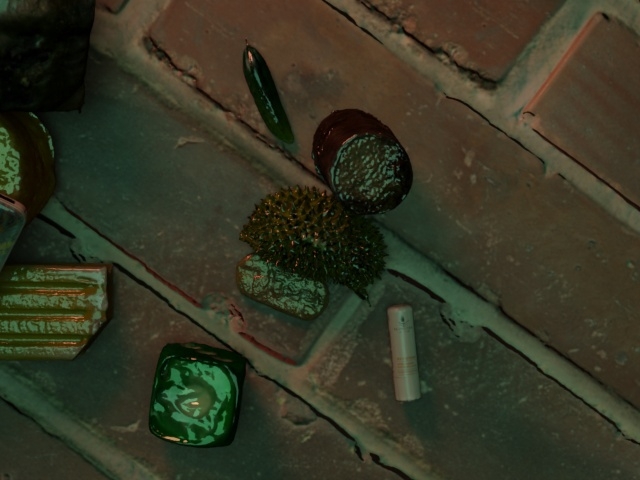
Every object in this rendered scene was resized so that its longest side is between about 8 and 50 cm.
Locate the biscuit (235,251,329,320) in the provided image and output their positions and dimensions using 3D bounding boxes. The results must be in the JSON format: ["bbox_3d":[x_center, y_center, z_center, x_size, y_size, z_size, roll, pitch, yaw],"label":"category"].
[{"bbox_3d":[-0.057,0.068,1.814,0.147,0.018,0.071,23,94,-1],"label":"biscuit"}]

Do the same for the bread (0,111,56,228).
[{"bbox_3d":[-0.513,-0.101,1.737,0.268,0.146,0.268,0,95,-3],"label":"bread"}]

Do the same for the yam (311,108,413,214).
[{"bbox_3d":[0.057,-0.110,1.685,0.131,0.279,0.131,-1,102,-5],"label":"yam"}]

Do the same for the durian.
[{"bbox_3d":[0.003,-0.002,1.775,0.221,0.095,0.137,25,94,-8],"label":"durian"}]

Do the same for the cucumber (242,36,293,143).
[{"bbox_3d":[-0.082,-0.217,1.788,0.039,0.039,0.168,-22,95,1],"label":"cucumber"}]

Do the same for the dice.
[{"bbox_3d":[-0.177,0.222,1.772,0.128,0.120,0.131,9,96,-2],"label":"dice"}]

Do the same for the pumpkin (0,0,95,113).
[{"bbox_3d":[-0.458,-0.300,1.662,0.303,0.256,0.225,6,106,-6],"label":"pumpkin"}]

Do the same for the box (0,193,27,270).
[{"bbox_3d":[-0.519,0.040,1.681,0.142,0.044,0.285,27,113,-12],"label":"box"}]

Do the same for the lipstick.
[{"bbox_3d":[0.123,0.166,1.810,0.040,0.040,0.141,-6,92,0],"label":"lipstick"}]

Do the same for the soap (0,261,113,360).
[{"bbox_3d":[-0.421,0.102,1.786,0.232,0.073,0.140,0,96,-1],"label":"soap"}]
